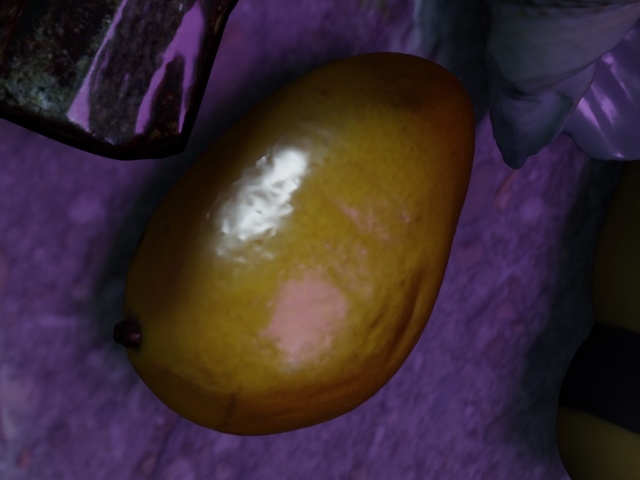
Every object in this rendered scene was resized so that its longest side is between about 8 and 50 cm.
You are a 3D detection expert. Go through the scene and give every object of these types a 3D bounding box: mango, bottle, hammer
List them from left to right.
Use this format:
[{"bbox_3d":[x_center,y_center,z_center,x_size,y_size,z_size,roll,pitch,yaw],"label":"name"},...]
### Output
[{"bbox_3d":[-0.164,-0.203,0.619,0.409,0.095,0.242,26,85,-45],"label":"hammer"},{"bbox_3d":[0.000,0.000,0.844,0.227,0.109,0.147,-46,108,-23],"label":"mango"},{"bbox_3d":[0.258,0.012,1.061,0.171,0.171,0.351,20,90,-47],"label":"bottle"}]

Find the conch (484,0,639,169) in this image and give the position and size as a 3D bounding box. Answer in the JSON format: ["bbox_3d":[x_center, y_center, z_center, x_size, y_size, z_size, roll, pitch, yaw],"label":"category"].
[{"bbox_3d":[0.195,-0.184,0.882,0.303,0.319,0.215,13,64,-12],"label":"conch"}]
